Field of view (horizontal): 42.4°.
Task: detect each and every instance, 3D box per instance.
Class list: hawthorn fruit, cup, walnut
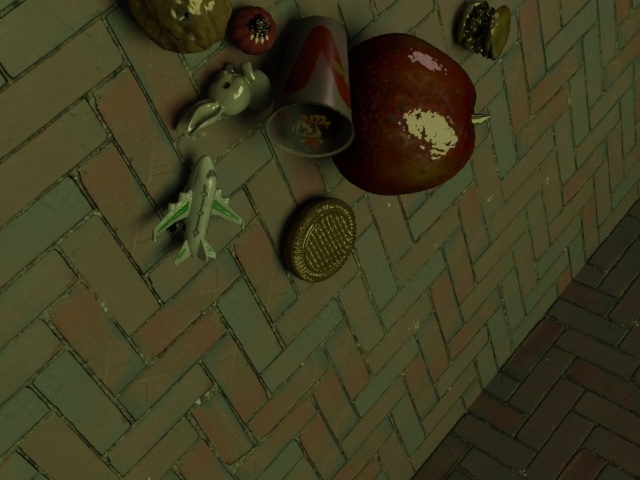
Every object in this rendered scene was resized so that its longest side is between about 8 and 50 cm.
[{"bbox_3d":[0.220,-0.310,2.030,0.403,0.403,0.402,-25,128,-38],"label":"hawthorn fruit"},{"bbox_3d":[-0.013,-0.357,1.862,0.203,0.203,0.288,47,38,-49],"label":"cup"},{"bbox_3d":[-0.271,-0.470,1.582,0.198,0.198,0.245,-44,129,-23],"label":"walnut"}]

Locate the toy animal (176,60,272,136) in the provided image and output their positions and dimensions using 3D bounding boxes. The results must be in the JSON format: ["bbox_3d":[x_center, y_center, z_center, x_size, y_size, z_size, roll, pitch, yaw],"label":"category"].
[{"bbox_3d":[-0.220,-0.312,1.793,0.221,0.104,0.130,-29,131,-36],"label":"toy animal"}]

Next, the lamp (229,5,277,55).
[{"bbox_3d":[-0.147,-0.458,1.803,0.108,0.092,0.107,3,83,-28],"label":"lamp"}]

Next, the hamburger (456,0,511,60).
[{"bbox_3d":[0.472,-0.605,2.386,0.159,0.131,0.185,-53,147,-26],"label":"hamburger"}]

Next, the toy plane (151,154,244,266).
[{"bbox_3d":[-0.280,-0.071,1.865,0.251,0.101,0.255,-11,114,-44],"label":"toy plane"}]

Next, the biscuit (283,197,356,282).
[{"bbox_3d":[0.000,0.000,2.229,0.259,0.079,0.259,-24,125,-39],"label":"biscuit"}]
